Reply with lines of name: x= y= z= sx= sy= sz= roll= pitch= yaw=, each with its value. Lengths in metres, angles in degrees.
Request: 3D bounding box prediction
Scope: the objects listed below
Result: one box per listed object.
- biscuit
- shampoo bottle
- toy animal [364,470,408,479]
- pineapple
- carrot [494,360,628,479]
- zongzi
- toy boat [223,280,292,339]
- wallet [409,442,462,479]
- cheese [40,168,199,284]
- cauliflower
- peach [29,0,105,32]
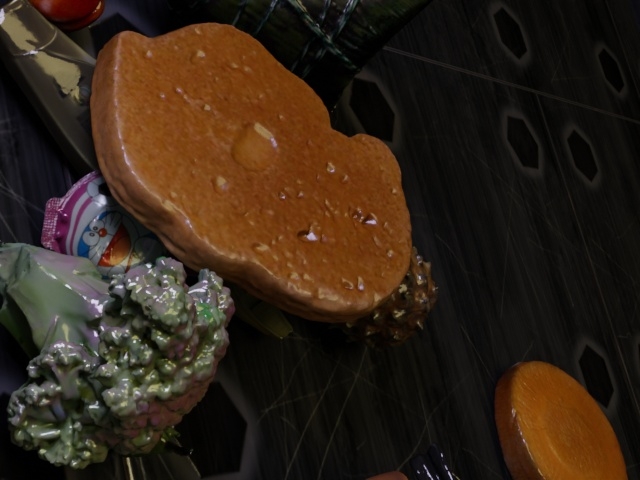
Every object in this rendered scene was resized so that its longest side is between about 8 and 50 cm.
biscuit: x=-0.077 y=-0.082 z=1.296 sx=0.455 sy=0.078 sz=0.350 roll=38 pitch=39 yaw=-16
shampoo bottle: x=-0.257 y=-0.138 z=1.285 sx=0.350 sy=0.084 sz=0.125 roll=48 pitch=55 yaw=-21
toy animal: x=0.077 y=0.454 z=1.242 sx=0.191 sy=0.216 sz=0.338 roll=-116 pitch=-176 yaw=-77
pineapple: x=0.000 y=0.000 z=1.489 sx=0.361 sy=0.175 sz=0.175 roll=40 pitch=41 yaw=-11
carrot: x=0.396 y=0.347 z=1.830 sx=0.258 sy=0.100 sz=0.307 roll=-25 pitch=82 yaw=-52
zongzi: x=-0.012 y=-0.346 z=1.497 sx=0.383 sy=0.362 sz=0.319 roll=47 pitch=21 yaw=-20
toy boat: x=-0.093 y=0.052 z=1.399 sx=0.172 sy=0.066 sz=0.065 roll=63 pitch=33 yaw=-5
wallet: x=0.209 y=0.396 z=1.446 sx=0.197 sy=0.051 sz=0.377 roll=63 pitch=4 yaw=31
cheese: x=-0.198 y=-0.004 z=1.249 sx=0.244 sy=0.062 sz=0.155 roll=10 pitch=94 yaw=-28
cauliflower: x=-0.234 y=0.093 z=1.106 sx=0.315 sy=0.256 sz=0.239 roll=42 pitch=-4 yaw=-6
peach: x=-0.315 y=-0.298 z=1.307 sx=0.101 sy=0.101 sz=0.100 roll=29 pitch=49 yaw=-39
